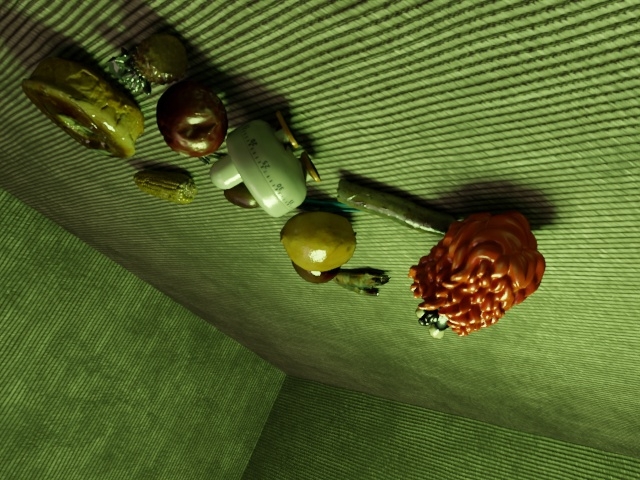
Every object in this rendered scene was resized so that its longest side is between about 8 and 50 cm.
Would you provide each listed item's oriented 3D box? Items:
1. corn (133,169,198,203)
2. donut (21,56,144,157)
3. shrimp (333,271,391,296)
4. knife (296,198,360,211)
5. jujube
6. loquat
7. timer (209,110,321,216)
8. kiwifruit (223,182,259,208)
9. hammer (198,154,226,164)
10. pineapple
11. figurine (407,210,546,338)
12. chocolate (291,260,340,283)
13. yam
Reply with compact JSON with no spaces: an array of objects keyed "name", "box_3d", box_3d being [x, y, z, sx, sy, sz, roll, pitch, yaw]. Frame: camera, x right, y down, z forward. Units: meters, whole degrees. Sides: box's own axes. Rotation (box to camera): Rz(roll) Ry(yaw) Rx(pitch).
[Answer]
[{"name":"corn","box_3d":[-0.501,-0.178,1.743,0.261,0.097,0.097,12,153,28]},{"name":"donut","box_3d":[-0.617,-0.355,1.441,0.330,0.160,0.330,30,165,9]},{"name":"shrimp","box_3d":[0.165,0.156,1.855,0.169,0.058,0.296,31,160,-32]},{"name":"knife","box_3d":[0.018,-0.098,1.498,0.296,0.026,0.044,5,138,39]},{"name":"jujube","box_3d":[-0.298,-0.280,1.225,0.168,0.168,0.236,42,-178,-33]},{"name":"loquat","box_3d":[0.000,0.000,1.512,0.234,0.176,0.187,6,-165,-21]},{"name":"timer","box_3d":[-0.146,-0.160,1.263,0.240,0.234,0.233,-29,138,6]},{"name":"kiwifruit","box_3d":[-0.233,-0.136,1.606,0.124,0.075,0.075,24,157,13]},{"name":"hammer","box_3d":[-0.270,-0.227,1.513,0.200,0.021,0.078,16,155,21]},{"name":"pineapple","box_3d":[-0.387,-0.391,1.197,0.237,0.111,0.119,3,121,51]},{"name":"figurine","box_3d":[0.366,0.101,1.288,0.306,0.241,0.412,-20,155,3]},{"name":"chocolate","box_3d":[-0.024,0.060,1.705,0.176,0.177,0.177,21,156,10]},{"name":"yam","box_3d":[0.188,-0.076,1.329,0.317,0.067,0.071,19,-174,9]}]
